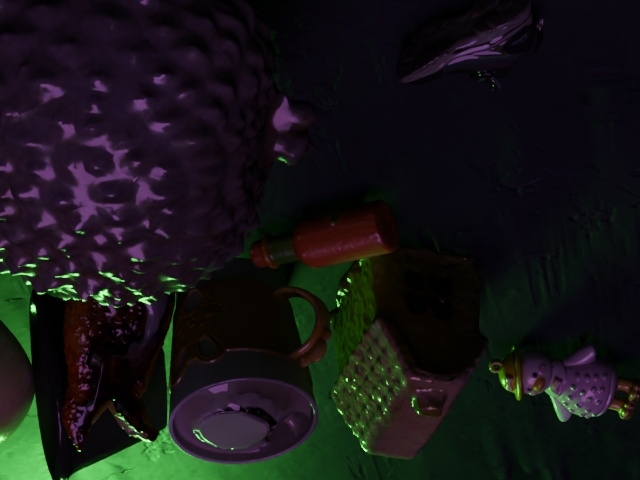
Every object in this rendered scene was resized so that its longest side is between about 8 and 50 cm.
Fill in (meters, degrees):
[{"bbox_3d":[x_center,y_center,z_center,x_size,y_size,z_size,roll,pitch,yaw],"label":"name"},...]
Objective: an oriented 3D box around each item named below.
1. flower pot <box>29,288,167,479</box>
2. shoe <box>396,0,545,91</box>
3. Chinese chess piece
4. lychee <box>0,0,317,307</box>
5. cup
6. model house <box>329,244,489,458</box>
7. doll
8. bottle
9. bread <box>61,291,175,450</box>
[{"bbox_3d":[-0.296,0.188,1.812,0.166,0.269,0.269,-5,142,-18],"label":"flower pot"},{"bbox_3d":[0.165,-0.194,1.420,0.169,0.071,0.099,-25,132,27],"label":"shoe"},{"bbox_3d":[-0.518,0.172,1.831,0.270,0.112,0.270,20,138,20],"label":"Chinese chess piece"},{"bbox_3d":[-0.217,-0.132,1.320,0.432,0.380,0.380,8,139,0],"label":"lychee"},{"bbox_3d":[-0.084,0.137,1.697,0.241,0.226,0.185,-33,134,23],"label":"cup"},{"bbox_3d":[0.101,0.146,1.684,0.175,0.234,0.193,16,136,-11],"label":"model house"},{"bbox_3d":[0.328,0.188,1.816,0.207,0.081,0.129,13,120,-3],"label":"doll"},{"bbox_3d":[0.000,0.000,1.658,0.187,0.069,0.069,-14,135,23],"label":"bottle"},{"bbox_3d":[-0.255,0.124,1.668,0.139,0.095,0.269,5,101,-30],"label":"bread"}]
